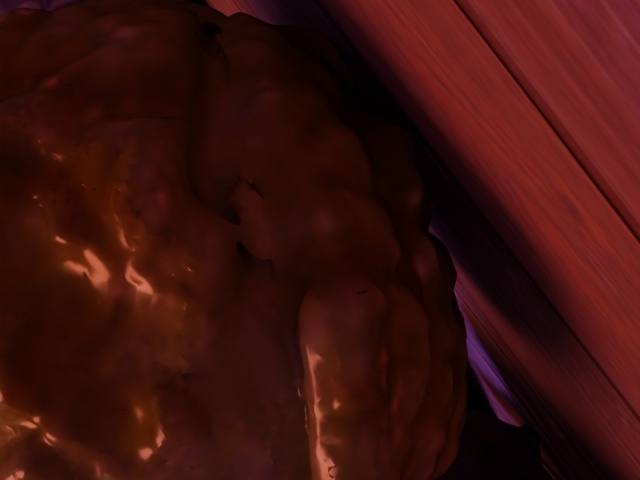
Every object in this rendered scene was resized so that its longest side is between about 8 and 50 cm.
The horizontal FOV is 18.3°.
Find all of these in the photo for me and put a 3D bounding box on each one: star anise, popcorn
[{"bbox_3d":[0.130,0.198,1.223,0.257,0.111,0.198,74,174,-57],"label":"star anise"},{"bbox_3d":[-0.081,0.025,0.909,0.335,0.279,0.274,57,-146,-3],"label":"popcorn"}]

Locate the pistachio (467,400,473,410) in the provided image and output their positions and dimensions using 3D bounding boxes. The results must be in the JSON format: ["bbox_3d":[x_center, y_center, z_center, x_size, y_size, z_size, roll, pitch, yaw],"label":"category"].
[{"bbox_3d":[0.012,0.119,1.333,0.187,0.187,0.299,48,180,39],"label":"pistachio"}]

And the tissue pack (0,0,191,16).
[{"bbox_3d":[-0.154,-0.137,1.282,0.343,0.125,0.242,51,175,-10],"label":"tissue pack"}]
